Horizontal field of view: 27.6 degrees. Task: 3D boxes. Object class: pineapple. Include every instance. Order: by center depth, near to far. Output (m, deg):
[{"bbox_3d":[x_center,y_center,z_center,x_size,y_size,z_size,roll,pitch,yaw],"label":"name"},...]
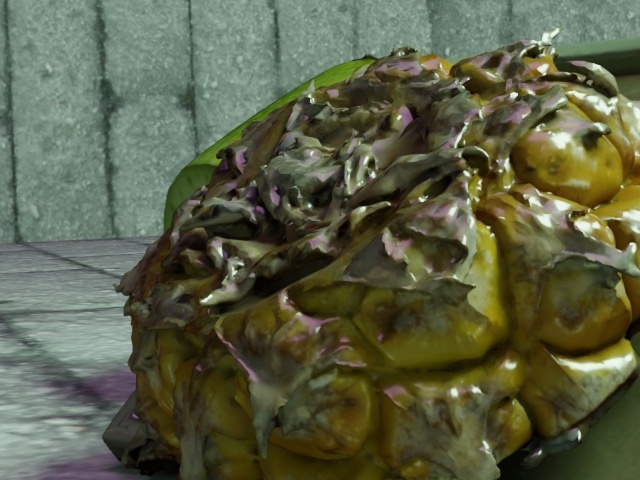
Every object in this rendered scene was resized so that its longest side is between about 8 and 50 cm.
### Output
[{"bbox_3d":[0.016,0.000,0.422,0.225,0.076,0.224,-23,30,14],"label":"pineapple"}]

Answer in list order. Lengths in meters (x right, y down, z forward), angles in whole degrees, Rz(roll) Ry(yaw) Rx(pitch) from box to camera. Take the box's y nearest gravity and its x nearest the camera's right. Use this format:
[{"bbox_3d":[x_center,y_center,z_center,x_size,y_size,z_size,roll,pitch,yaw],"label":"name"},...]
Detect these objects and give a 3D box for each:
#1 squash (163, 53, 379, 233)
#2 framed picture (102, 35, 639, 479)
[{"bbox_3d":[0.000,0.000,0.652,0.123,0.170,0.170,-19,11,-31],"label":"squash"},{"bbox_3d":[0.094,0.002,0.441,0.324,0.020,0.240,-1,42,43],"label":"framed picture"}]
